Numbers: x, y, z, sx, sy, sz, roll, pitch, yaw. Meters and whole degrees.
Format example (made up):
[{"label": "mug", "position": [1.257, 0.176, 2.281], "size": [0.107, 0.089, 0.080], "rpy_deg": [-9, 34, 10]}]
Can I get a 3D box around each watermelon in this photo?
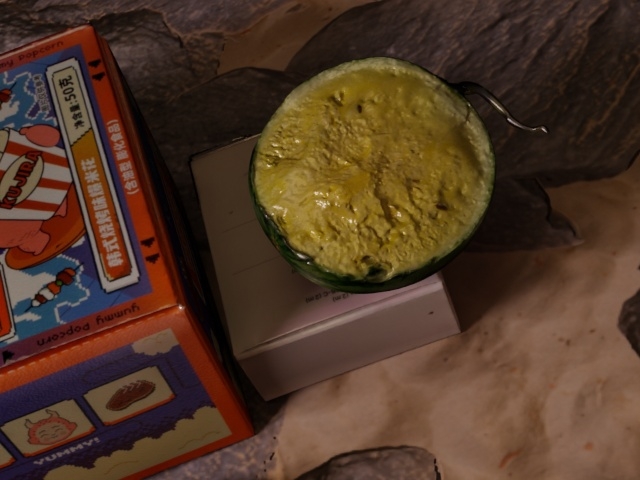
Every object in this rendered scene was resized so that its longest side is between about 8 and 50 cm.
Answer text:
[{"label": "watermelon", "position": [0.049, -0.048, 1.140], "size": [0.204, 0.127, 0.232], "rpy_deg": [33, 67, 17]}]

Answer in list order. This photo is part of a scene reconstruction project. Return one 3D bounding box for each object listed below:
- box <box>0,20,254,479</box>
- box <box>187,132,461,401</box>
[{"label": "box", "position": [-0.278, 0.044, 1.235], "size": [0.318, 0.257, 0.349], "rpy_deg": [-21, 53, 1]}, {"label": "box", "position": [0.000, 0.000, 1.267], "size": [0.203, 0.106, 0.252], "rpy_deg": [-20, 53, 4]}]
